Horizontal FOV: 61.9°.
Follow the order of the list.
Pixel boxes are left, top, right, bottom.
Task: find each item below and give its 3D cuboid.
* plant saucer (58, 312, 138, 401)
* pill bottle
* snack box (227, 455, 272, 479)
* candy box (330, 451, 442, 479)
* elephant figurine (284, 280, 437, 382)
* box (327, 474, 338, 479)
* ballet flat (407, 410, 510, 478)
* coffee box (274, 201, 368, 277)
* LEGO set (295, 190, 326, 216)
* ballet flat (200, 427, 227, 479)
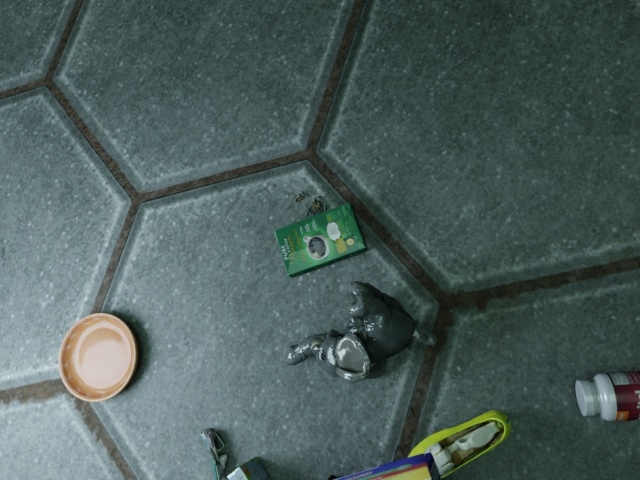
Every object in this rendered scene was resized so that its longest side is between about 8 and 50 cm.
[{"bbox_3d":[-0.508,0.269,1.234,0.200,0.037,0.200,-2,79,13],"label":"plant saucer"},{"bbox_3d":[0.554,0.283,0.971,0.152,0.086,0.086,-7,78,12],"label":"pill bottle"},{"bbox_3d":[-0.117,0.511,1.066,0.037,0.100,0.141,-39,73,3],"label":"snack box"},{"bbox_3d":[0.106,0.544,0.859,0.268,0.122,0.317,-21,75,8],"label":"candy box"},{"bbox_3d":[0.070,0.217,1.075,0.169,0.186,0.239,29,99,-26],"label":"elephant figurine"},{"bbox_3d":[0.017,0.668,0.987,0.191,0.143,0.381,21,86,15],"label":"box"},{"bbox_3d":[0.258,0.396,1.018,0.231,0.077,0.077,-31,75,5],"label":"ballet flat"},{"bbox_3d":[0.000,0.000,1.173,0.184,0.040,0.113,-21,75,7],"label":"coffee box"},{"bbox_3d":[-0.017,-0.081,1.207,0.054,0.023,0.083,-40,60,0],"label":"LEGO set"},{"bbox_3d":[-0.220,0.453,1.135,0.041,0.041,0.114,-24,76,7],"label":"ballet flat"}]
